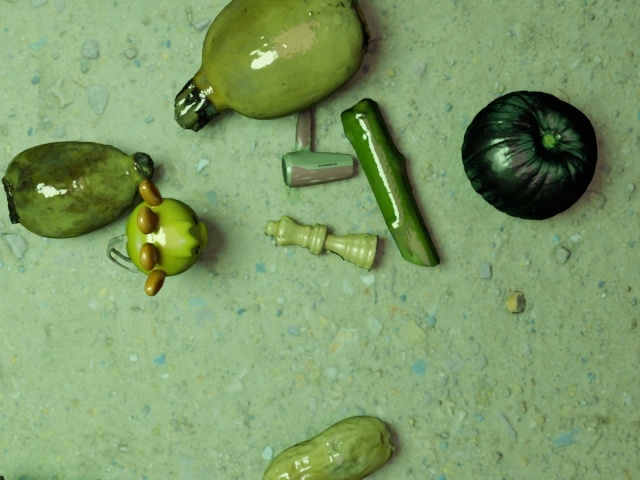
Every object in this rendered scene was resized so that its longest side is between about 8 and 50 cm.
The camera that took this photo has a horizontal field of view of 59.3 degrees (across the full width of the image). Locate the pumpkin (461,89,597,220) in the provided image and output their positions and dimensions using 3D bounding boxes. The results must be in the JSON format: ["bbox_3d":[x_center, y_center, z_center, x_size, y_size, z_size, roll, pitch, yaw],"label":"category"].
[{"bbox_3d":[0.309,-0.126,0.837,0.202,0.140,0.201,3,75,-11],"label":"pumpkin"}]

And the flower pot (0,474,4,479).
[{"bbox_3d":[-0.376,0.424,0.760,0.141,0.235,0.235,-5,90,-26],"label":"flower pot"}]

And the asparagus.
[{"bbox_3d":[0.108,-0.081,0.862,0.067,0.060,0.277,-21,91,-23],"label":"asparagus"}]

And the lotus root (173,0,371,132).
[{"bbox_3d":[-0.076,-0.259,0.796,0.310,0.183,0.182,-29,91,3],"label":"lotus root"}]

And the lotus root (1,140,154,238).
[{"bbox_3d":[-0.340,-0.076,0.797,0.214,0.138,0.138,-11,90,-5],"label":"lotus root"}]

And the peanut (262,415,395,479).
[{"bbox_3d":[0.009,0.328,0.839,0.214,0.099,0.099,-23,91,2],"label":"peanut"}]

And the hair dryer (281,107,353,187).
[{"bbox_3d":[-0.013,-0.162,0.861,0.106,0.054,0.154,-9,86,-8],"label":"hair dryer"}]

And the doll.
[{"bbox_3d":[-0.221,-0.006,0.760,0.136,0.221,0.142,-1,93,-8],"label":"doll"}]

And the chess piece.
[{"bbox_3d":[0.000,0.000,0.856,0.172,0.060,0.060,13,89,-1],"label":"chess piece"}]
